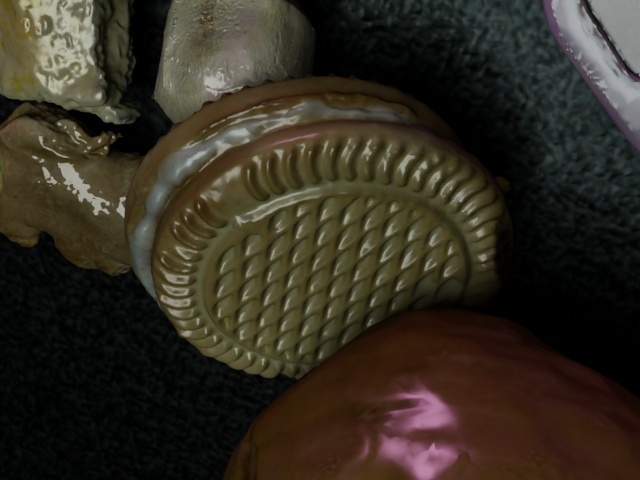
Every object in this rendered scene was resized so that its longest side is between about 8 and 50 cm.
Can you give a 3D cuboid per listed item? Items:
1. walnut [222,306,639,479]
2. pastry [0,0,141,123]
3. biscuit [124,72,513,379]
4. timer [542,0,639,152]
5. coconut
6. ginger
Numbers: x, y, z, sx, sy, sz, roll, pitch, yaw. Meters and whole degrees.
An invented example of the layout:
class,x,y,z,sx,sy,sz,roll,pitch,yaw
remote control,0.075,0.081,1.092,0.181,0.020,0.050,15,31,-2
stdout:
class,x,y,z,sx,sy,sz,roll,pitch,yaw
walnut,0.114,0.235,0.866,0.398,0.308,0.354,41,146,-11
pastry,-0.188,-0.211,0.926,0.122,0.089,0.258,2,109,13
biscuit,0.000,0.000,0.889,0.259,0.079,0.259,-6,137,-6
timer,0.252,-0.151,0.809,0.208,0.069,0.190,-34,96,27
coconut,-0.061,-0.111,0.899,0.110,0.110,0.124,6,71,17
ginger,-0.151,-0.030,0.989,0.213,0.074,0.137,10,134,14
